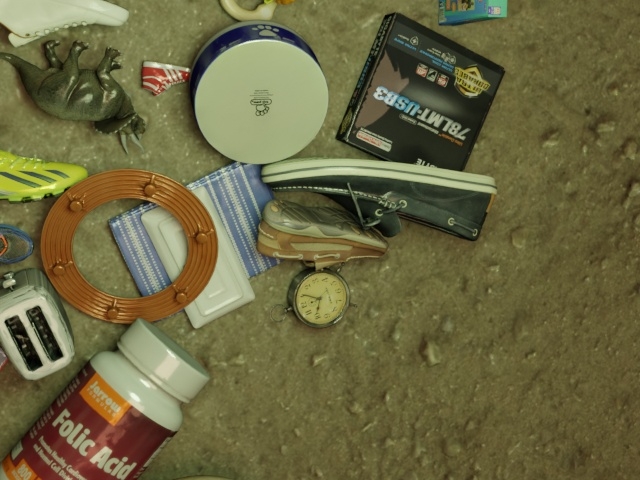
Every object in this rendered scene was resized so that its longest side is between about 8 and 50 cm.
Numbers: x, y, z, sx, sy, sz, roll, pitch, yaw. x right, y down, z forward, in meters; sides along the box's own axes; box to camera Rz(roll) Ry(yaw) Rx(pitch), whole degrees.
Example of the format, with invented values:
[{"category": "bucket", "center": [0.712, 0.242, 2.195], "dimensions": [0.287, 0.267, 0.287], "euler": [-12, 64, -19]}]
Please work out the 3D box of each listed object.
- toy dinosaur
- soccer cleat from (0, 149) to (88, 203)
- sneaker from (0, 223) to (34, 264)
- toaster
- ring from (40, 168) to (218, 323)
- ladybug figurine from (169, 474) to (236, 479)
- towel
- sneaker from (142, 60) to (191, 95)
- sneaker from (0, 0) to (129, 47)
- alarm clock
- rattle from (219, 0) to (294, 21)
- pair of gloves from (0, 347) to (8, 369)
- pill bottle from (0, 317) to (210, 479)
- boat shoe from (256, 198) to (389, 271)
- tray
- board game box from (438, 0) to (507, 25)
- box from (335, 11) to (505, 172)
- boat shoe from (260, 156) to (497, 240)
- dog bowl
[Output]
[{"category": "toy dinosaur", "center": [-0.453, -0.283, 1.567], "dimensions": [0.314, 0.121, 0.160], "euler": [16, 80, -26]}, {"category": "soccer cleat", "center": [-0.580, -0.125, 1.561], "dimensions": [0.289, 0.093, 0.121], "euler": [-9, 95, -19]}, {"category": "sneaker", "center": [-0.646, 0.008, 1.560], "dimensions": [0.221, 0.087, 0.083], "euler": [5, 98, -21]}, {"category": "toaster", "center": [-0.542, 0.169, 1.592], "dimensions": [0.129, 0.146, 0.227], "euler": [-23, 106, -14]}, {"category": "ring", "center": [-0.364, 0.022, 1.623], "dimensions": [0.337, 0.032, 0.336], "euler": [-4, 117, -8]}, {"category": "ladybug figurine", "center": [-0.309, 0.634, 1.745], "dimensions": [0.449, 0.162, 0.305], "euler": [-19, 104, -16]}, {"category": "towel", "center": [-0.237, -0.007, 1.740], "dimensions": [0.336, 0.040, 0.243], "euler": [-26, 109, -13]}, {"category": "sneaker", "center": [-0.293, -0.312, 1.660], "dimensions": [0.118, 0.042, 0.067], "euler": [7, 92, -13]}, {"category": "sneaker", "center": [-0.502, -0.407, 1.545], "dimensions": [0.290, 0.106, 0.123], "euler": [8, 103, -12]}, {"category": "alarm clock", "center": [-0.022, 0.128, 1.819], "dimensions": [0.192, 0.064, 0.129], "euler": [-21, 106, -18]}, {"category": "rattle", "center": [-0.160, -0.493, 1.632], "dimensions": [0.200, 0.143, 0.130], "euler": [19, 111, -28]}, {"category": "pair of gloves", "center": [-0.694, 0.225, 1.613], "dimensions": [0.198, 0.023, 0.159], "euler": [-47, 111, -7]}, {"category": "pill bottle", "center": [-0.410, 0.357, 1.629], "dimensions": [0.224, 0.224, 0.392], "euler": [42, 84, -21]}, {"category": "boat shoe", "center": [0.000, 0.000, 1.774], "dimensions": [0.324, 0.123, 0.116], "euler": [12, 114, -35]}, {"category": "tray", "center": [-0.243, 0.039, 1.711], "dimensions": [0.145, 0.030, 0.270], "euler": [-27, 110, -11]}, {"category": "board game box", "center": [0.315, -0.536, 1.755], "dimensions": [0.047, 0.210, 0.160], "euler": [-3, 101, -19]}, {"category": "box", "center": [0.218, -0.297, 1.835], "dimensions": [0.296, 0.073, 0.293], "euler": [23, 90, -21]}, {"category": "boat shoe", "center": [0.123, -0.085, 1.736], "dimensions": [0.500, 0.187, 0.156], "euler": [7, 94, -15]}, {"category": "dog bowl", "center": [-0.120, -0.285, 1.642], "dimensions": [0.265, 0.104, 0.265], "euler": [-6, 124, -9]}]
